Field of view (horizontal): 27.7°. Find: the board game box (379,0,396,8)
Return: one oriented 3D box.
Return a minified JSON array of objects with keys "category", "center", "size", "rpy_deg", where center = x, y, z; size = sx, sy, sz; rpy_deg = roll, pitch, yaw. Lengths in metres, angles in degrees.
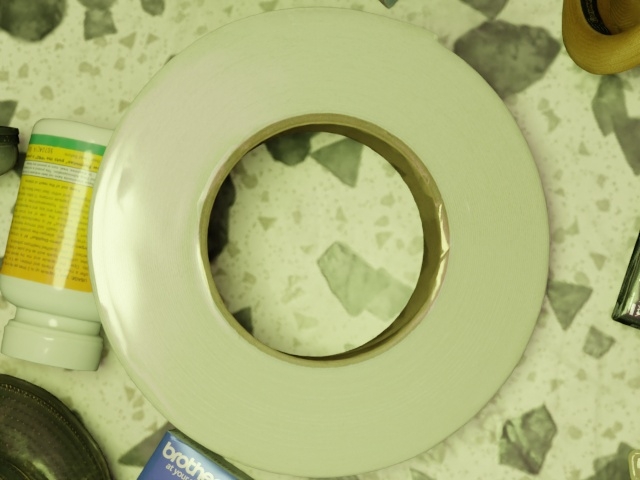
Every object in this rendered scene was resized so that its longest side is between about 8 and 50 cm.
[{"category":"board game box","center":[0.065,-0.432,1.166],"size":[0.318,0.066,0.318],"rpy_deg":[-43,81,3]}]

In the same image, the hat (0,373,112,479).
[{"category":"hat","center":[-0.323,0.284,1.113],"size":[0.331,0.134,0.331],"rpy_deg":[1,92,19]}]

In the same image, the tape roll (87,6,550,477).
[{"category":"tape roll","center":[0.000,0.000,1.086],"size":[0.391,0.072,0.392],"rpy_deg":[0,89,-8]}]

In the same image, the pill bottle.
[{"category":"pill bottle","center":[-0.217,0.005,1.146],"size":[0.117,0.117,0.209],"rpy_deg":[11,87,9]}]

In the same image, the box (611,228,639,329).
[{"category":"box","center":[0.407,-0.042,1.081],"size":[0.242,0.076,0.308],"rpy_deg":[17,88,9]}]

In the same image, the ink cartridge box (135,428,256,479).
[{"category":"ink cartridge box","center":[-0.072,0.263,1.140],"size":[0.207,0.046,0.097],"rpy_deg":[32,90,10]}]

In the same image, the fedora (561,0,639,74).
[{"category":"fedora","center":[0.282,-0.217,1.083],"size":[0.079,0.194,0.194],"rpy_deg":[18,88,-23]}]

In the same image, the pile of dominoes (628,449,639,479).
[{"category":"pile of dominoes","center":[0.348,0.236,1.086],"size":[0.196,0.040,0.251],"rpy_deg":[15,85,26]}]

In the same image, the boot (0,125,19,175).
[{"category":"boot","center":[-0.406,0.023,1.183],"size":[0.338,0.118,0.223],"rpy_deg":[-13,87,19]}]
